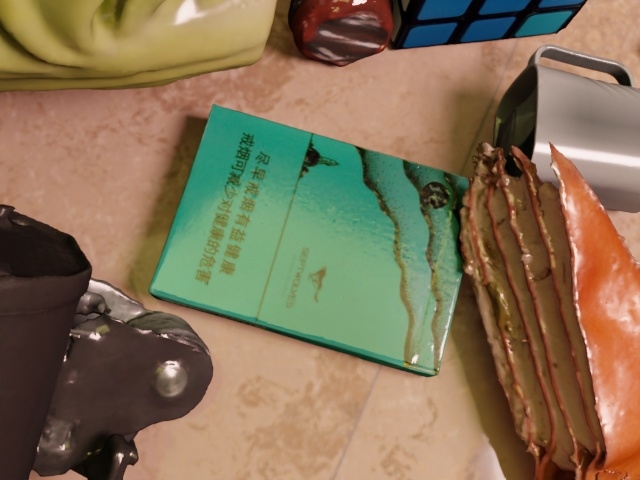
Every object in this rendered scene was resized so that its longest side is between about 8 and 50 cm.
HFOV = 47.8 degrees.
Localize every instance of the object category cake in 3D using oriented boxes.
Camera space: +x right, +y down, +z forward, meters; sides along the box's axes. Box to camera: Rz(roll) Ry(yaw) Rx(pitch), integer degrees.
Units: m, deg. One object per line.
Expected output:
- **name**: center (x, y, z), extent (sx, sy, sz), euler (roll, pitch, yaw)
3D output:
- **cake**: center (0.188, 0.055, 0.528), extent (0.135, 0.098, 0.287), euler (-20, 92, -22)

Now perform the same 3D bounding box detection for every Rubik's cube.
- **Rubik's cube**: center (0.135, -0.263, 0.579), extent (0.161, 0.162, 0.163), euler (-7, 77, -7)

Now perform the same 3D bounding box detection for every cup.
- **cup**: center (0.209, -0.093, 0.583), extent (0.130, 0.095, 0.128), euler (9, 74, -6)

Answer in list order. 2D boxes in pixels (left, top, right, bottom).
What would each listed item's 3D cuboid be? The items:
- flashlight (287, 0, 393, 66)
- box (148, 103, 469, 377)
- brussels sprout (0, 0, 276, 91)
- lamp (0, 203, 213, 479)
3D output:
- **flashlight**: center (0.005, -0.268, 0.612), extent (0.093, 0.093, 0.232), euler (-5, 73, -6)
- **box**: center (0.000, 0.000, 0.568), extent (0.226, 0.042, 0.160), euler (16, 77, -1)
- **brussels sprout**: center (-0.242, -0.278, 0.463), extent (0.361, 0.342, 0.425), euler (-17, 76, -2)
- **lamp**: center (-0.269, 0.086, 0.412), extent (0.374, 0.205, 0.272), euler (36, 85, -32)
